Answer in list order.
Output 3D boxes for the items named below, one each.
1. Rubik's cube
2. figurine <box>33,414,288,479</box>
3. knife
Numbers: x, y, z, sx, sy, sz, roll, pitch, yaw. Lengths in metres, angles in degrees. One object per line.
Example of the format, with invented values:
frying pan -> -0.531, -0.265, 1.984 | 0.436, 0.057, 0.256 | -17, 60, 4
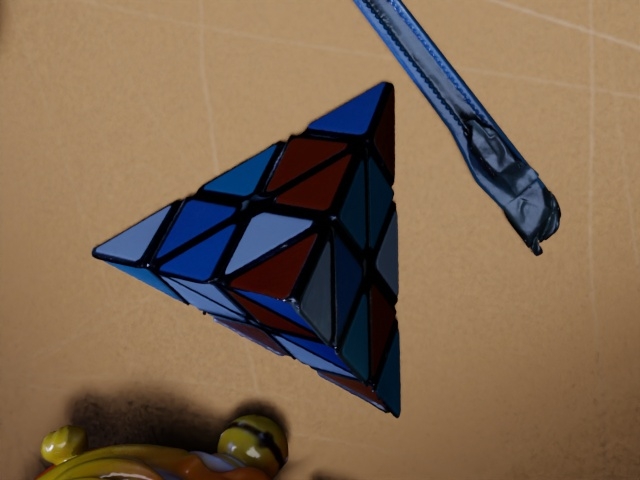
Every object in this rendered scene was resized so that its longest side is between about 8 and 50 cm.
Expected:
Rubik's cube -> 0.000, 0.000, 1.201 | 0.284, 0.234, 0.250 | 33, 96, -4
figurine -> -0.121, 0.278, 1.262 | 0.323, 0.196, 0.320 | 28, 54, -12
knife -> 0.100, -0.113, 1.288 | 0.044, 0.026, 0.296 | -36, 98, 17
